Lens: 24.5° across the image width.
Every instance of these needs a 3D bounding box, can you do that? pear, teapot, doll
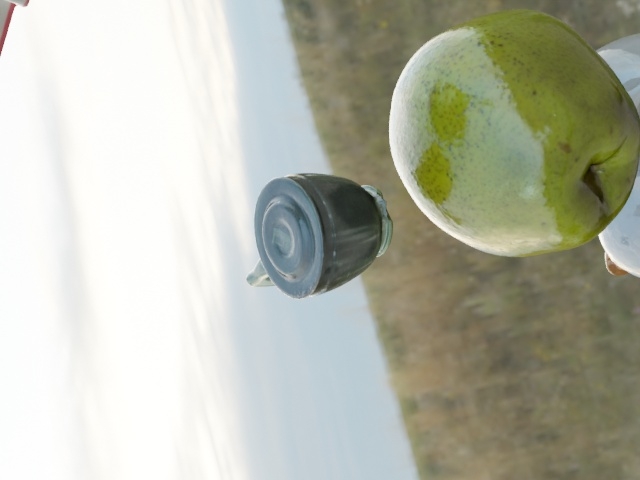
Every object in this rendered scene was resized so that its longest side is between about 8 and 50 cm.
[{"bbox_3d":[0.149,-0.083,1.122,0.198,0.198,0.198,-15,-90,-88],"label":"pear"},{"bbox_3d":[0.000,-0.009,1.114,0.124,0.091,0.092,5,103,56],"label":"teapot"},{"bbox_3d":[0.334,-0.077,1.482,0.221,0.221,0.251,-102,27,-56],"label":"doll"}]

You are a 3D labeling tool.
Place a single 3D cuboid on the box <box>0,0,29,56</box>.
[{"bbox_3d":[-0.391,-0.137,0.865,0.314,0.312,0.300,24,98,44],"label":"box"}]
